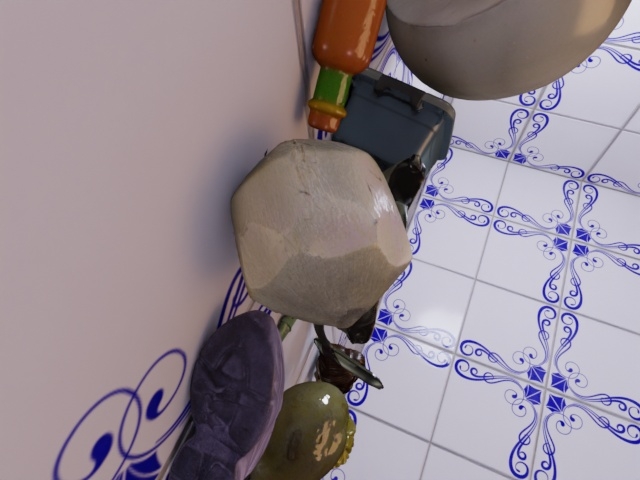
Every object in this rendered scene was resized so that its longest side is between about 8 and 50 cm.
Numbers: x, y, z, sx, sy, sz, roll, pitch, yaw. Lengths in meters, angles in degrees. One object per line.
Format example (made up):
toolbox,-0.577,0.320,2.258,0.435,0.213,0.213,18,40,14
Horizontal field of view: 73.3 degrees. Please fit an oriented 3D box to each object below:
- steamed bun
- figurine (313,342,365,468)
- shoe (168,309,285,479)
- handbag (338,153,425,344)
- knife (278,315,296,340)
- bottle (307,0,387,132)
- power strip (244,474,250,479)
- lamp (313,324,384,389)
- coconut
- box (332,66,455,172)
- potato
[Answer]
steamed bun,0.251,-0.345,0.590,0.206,0.324,0.324,25,83,-44
figurine,0.021,0.416,1.148,0.187,0.168,0.315,-30,129,-53
shoe,-0.087,0.185,0.498,0.137,0.095,0.245,-33,144,-72
handbag,0.069,0.015,0.590,0.315,0.109,0.241,173,-63,-74
knife,-0.060,0.144,0.685,0.293,0.019,0.043,-53,155,-53
bottle,0.024,-0.210,0.455,0.069,0.069,0.187,-32,140,-68
power strip,-0.146,0.393,0.646,0.111,0.037,0.029,-54,157,-51
lamp,0.080,0.161,0.897,0.124,0.203,0.283,4,110,-56
coconut,-0.001,-0.001,0.395,0.161,0.161,0.162,83,-8,-61
box,0.117,-0.163,0.687,0.130,0.162,0.227,-60,166,-1
potato,-0.043,0.362,0.776,0.235,0.160,0.178,-47,131,-28
